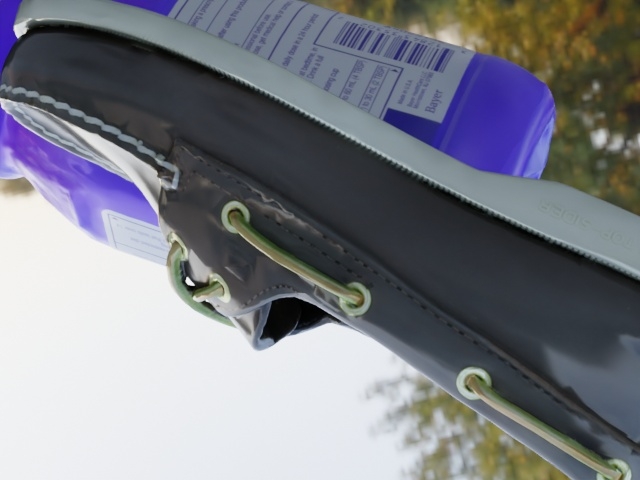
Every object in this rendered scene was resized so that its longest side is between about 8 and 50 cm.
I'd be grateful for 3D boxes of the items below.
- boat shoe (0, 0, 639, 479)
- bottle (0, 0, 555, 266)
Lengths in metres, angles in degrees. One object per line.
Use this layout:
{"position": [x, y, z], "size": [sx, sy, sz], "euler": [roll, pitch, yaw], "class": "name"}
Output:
{"position": [0.000, 0.000, 0.357], "size": [0.227, 0.069, 0.081], "euler": [24, 173, 17], "class": "boat shoe"}
{"position": [-0.055, -0.049, 0.530], "size": [0.282, 0.092, 0.118], "euler": [17, -121, 12], "class": "bottle"}
